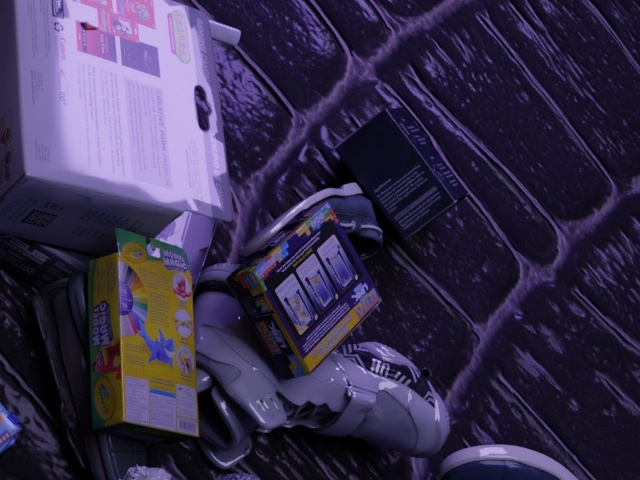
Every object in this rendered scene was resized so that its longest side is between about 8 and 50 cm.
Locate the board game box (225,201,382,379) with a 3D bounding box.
[{"bbox_3d":[-0.017,0.057,2.039,0.170,0.048,0.141,-42,109,-46],"label":"board game box"}]

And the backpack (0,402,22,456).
[{"bbox_3d":[-0.414,0.180,1.794,0.173,0.117,0.158,52,44,3],"label":"backpack"}]

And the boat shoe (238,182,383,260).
[{"bbox_3d":[0.000,0.000,2.214,0.099,0.116,0.319,57,22,3],"label":"boat shoe"}]

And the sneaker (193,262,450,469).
[{"bbox_3d":[-0.024,0.198,2.093,0.366,0.137,0.210,34,46,-10],"label":"sneaker"}]

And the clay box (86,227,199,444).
[{"bbox_3d":[-0.197,0.106,1.949,0.127,0.053,0.222,21,58,-51],"label":"clay box"}]

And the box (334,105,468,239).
[{"bbox_3d":[0.112,-0.093,2.383,0.158,0.093,0.156,54,12,3],"label":"box"}]

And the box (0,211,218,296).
[{"bbox_3d":[-0.277,-0.043,2.085,0.307,0.076,0.242,33,46,-18],"label":"box"}]

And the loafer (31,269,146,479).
[{"bbox_3d":[-0.259,0.170,1.965,0.096,0.084,0.267,13,64,-67],"label":"loafer"}]

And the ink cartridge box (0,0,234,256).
[{"bbox_3d":[-0.256,-0.147,2.020,0.272,0.130,0.309,14,55,-34],"label":"ink cartridge box"}]

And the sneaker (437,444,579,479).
[{"bbox_3d":[0.293,0.386,2.222,0.350,0.131,0.148,30,42,-20],"label":"sneaker"}]

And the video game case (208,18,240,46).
[{"bbox_3d":[-0.242,-0.300,2.226,0.227,0.206,0.026,16,96,-32],"label":"video game case"}]

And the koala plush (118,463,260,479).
[{"bbox_3d":[-0.157,0.324,1.869,0.221,0.196,0.203,19,40,-28],"label":"koala plush"}]

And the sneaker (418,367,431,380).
[{"bbox_3d":[0.115,0.189,2.279,0.031,0.035,0.083,46,43,-4],"label":"sneaker"}]
